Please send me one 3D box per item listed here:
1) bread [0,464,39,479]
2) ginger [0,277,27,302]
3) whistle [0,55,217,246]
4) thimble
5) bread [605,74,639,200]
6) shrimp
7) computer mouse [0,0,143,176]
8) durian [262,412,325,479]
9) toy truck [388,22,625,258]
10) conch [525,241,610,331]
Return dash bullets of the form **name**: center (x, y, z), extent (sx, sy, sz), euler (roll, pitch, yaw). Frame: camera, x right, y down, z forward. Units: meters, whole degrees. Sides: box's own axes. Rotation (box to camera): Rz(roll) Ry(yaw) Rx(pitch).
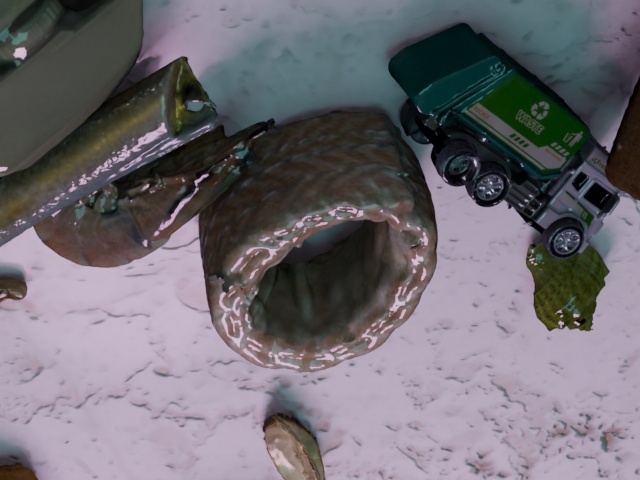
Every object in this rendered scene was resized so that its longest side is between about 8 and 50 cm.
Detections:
- **bread**: center (-0.334, 0.400, 1.953), extent (0.185, 0.109, 0.380), euler (-17, 132, 1)
- **ginger**: center (-0.326, 0.060, 1.727), extent (0.097, 0.030, 0.048), euler (-3, 128, -7)
- **whistle**: center (-0.230, -0.059, 1.595), extent (0.326, 0.057, 0.068), euler (-27, 98, 23)
- **thimble**: center (-0.001, 0.005, 1.676), extent (0.229, 0.148, 0.196), euler (-26, 129, 12)
- **bread**: center (0.377, -0.218, 1.556), extent (0.113, 0.165, 0.416), euler (31, 129, 21)
- **shrimp**: center (-0.163, -0.071, 1.638), extent (0.145, 0.059, 0.254), euler (42, 119, -17)
- **computer mouse**: center (-0.344, -0.120, 1.507), extent (0.429, 0.145, 0.228), euler (-29, 126, 12)
- **durian**: center (-0.031, 0.224, 1.900), extent (0.052, 0.066, 0.130), euler (-22, 120, 6)
- **toy truck**: center (0.169, -0.092, 1.659), extent (0.253, 0.114, 0.124), euler (31, 106, -31)
- **conch**: center (0.248, 0.042, 1.820), extent (0.089, 0.074, 0.121), euler (-39, 113, -19)
